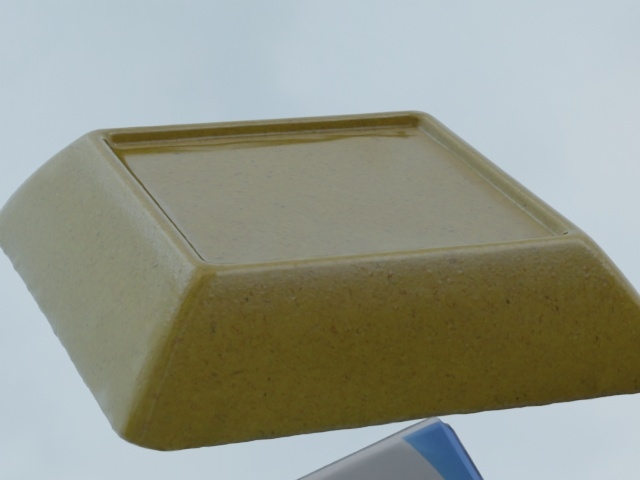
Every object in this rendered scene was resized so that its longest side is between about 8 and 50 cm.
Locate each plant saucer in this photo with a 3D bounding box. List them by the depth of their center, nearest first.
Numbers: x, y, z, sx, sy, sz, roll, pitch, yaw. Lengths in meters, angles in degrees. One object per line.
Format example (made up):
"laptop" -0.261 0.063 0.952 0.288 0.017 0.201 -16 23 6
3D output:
"plant saucer" 0.000 0.000 1.168 0.332 0.333 0.081 -6 -67 -21

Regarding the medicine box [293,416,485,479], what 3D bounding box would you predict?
"medicine box" -0.009 0.272 0.946 0.289 0.263 0.149 -23 -23 -20
